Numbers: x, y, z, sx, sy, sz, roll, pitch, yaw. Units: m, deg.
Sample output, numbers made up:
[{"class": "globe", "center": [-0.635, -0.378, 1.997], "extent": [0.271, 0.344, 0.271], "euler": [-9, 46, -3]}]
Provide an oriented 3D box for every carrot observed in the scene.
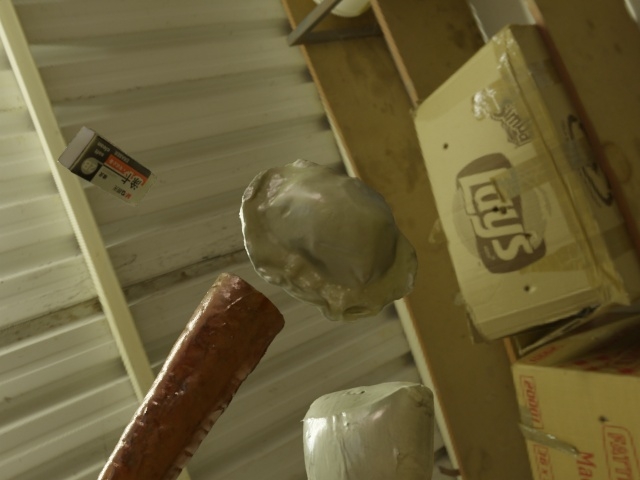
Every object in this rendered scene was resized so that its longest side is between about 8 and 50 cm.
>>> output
[{"class": "carrot", "center": [-0.097, 0.124, 0.333], "extent": [0.057, 0.057, 0.224], "euler": [40, -117, -17]}]

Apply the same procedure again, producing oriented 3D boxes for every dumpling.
[{"class": "dumpling", "center": [0.000, 0.000, 0.737], "extent": [0.193, 0.147, 0.258], "euler": [-38, -104, -26]}]

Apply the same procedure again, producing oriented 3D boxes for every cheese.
[{"class": "cheese", "center": [0.067, 0.297, 0.780], "extent": [0.154, 0.198, 0.188], "euler": [19, -123, -53]}]

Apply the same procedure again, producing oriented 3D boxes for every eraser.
[{"class": "eraser", "center": [-0.246, -0.084, 0.662], "extent": [0.029, 0.122, 0.052], "euler": [34, -95, 24]}]
